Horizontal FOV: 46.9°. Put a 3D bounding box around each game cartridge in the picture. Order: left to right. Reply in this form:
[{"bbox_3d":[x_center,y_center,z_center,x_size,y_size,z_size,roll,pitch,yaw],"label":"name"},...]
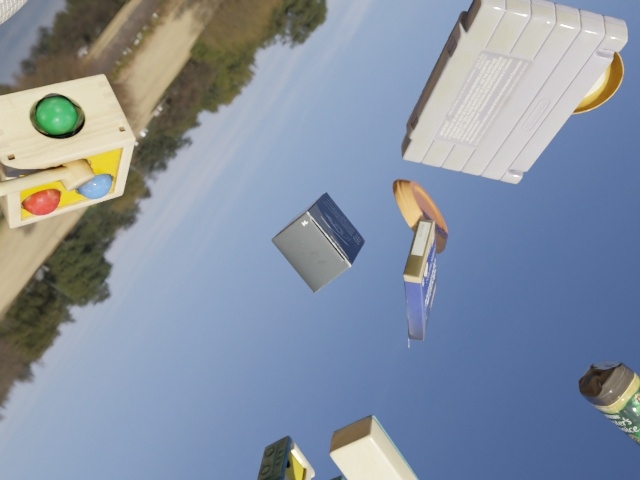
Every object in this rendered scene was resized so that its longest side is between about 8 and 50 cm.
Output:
[{"bbox_3d":[0.281,-0.230,1.160,0.355,0.230,0.068,114,-11,-57],"label":"game cartridge"}]

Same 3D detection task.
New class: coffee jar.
[{"bbox_3d":[0.508,0.272,1.186,0.079,0.184,0.096,-49,-178,-10],"label":"coffee jar"}]

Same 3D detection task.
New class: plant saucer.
[{"bbox_3d":[0.238,-0.063,1.707,0.037,0.200,0.200,-33,-156,23],"label":"plant saucer"}]

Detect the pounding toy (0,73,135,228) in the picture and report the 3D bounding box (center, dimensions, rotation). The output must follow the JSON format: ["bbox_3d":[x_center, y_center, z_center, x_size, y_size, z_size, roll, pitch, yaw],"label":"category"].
[{"bbox_3d":[-0.233,-0.069,0.641,0.130,0.100,0.141,-21,166,-28],"label":"pounding toy"}]

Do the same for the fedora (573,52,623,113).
[{"bbox_3d":[0.445,-0.319,1.326,0.194,0.194,0.079,-57,155,-17],"label":"fedora"}]

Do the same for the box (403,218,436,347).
[{"bbox_3d":[0.187,0.087,1.365,0.225,0.036,0.136,80,23,-48],"label":"box"}]

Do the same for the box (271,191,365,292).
[{"bbox_3d":[0.000,0.000,1.632,0.108,0.153,0.207,-37,-176,20],"label":"box"}]

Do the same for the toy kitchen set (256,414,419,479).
[{"bbox_3d":[0.005,0.262,0.877,0.207,0.122,0.166,-28,-162,17],"label":"toy kitchen set"}]

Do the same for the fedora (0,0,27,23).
[{"bbox_3d":[-0.345,-0.256,0.549,0.275,0.244,0.124,-35,-152,-17],"label":"fedora"}]
